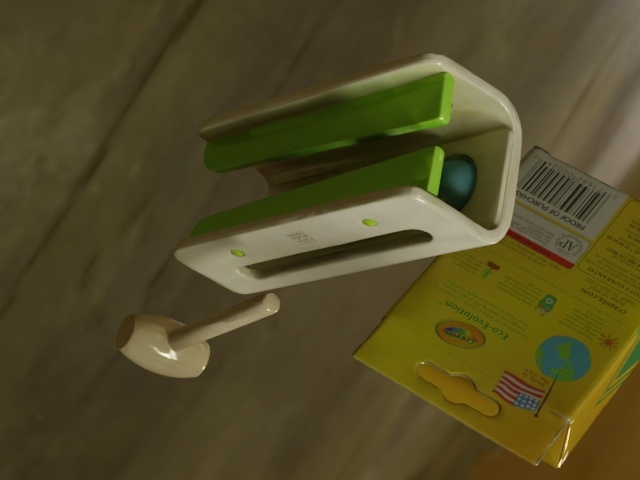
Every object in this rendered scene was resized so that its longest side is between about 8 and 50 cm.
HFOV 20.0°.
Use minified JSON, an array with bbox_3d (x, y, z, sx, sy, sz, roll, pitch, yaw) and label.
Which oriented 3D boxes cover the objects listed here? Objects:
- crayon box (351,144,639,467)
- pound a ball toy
[{"bbox_3d":[0.194,0.071,1.683,0.318,0.202,0.081,-45,155,-33],"label":"crayon box"},{"bbox_3d":[0.000,0.000,1.440,0.135,0.319,0.208,29,60,-38],"label":"pound a ball toy"}]
